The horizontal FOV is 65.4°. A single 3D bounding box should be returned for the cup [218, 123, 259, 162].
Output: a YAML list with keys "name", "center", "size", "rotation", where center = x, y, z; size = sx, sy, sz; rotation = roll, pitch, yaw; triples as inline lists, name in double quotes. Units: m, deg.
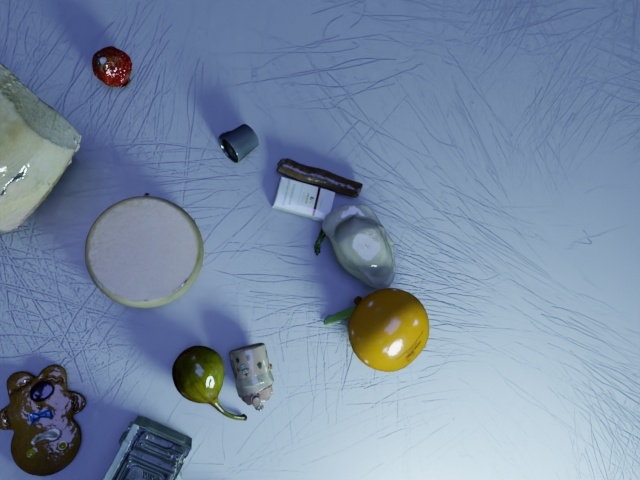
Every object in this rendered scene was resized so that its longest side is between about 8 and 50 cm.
- name: "cup"
  center: [-0.219, -0.262, 1.305]
  size: [0.100, 0.078, 0.077]
  rotation: [37, 65, 26]

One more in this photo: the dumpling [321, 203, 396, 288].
- name: "dumpling"
  center: [0.115, 0.014, 1.306]
  size: [0.162, 0.132, 0.250]
  rotation: [-37, 88, -14]

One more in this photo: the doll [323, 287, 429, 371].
- name: "doll"
  center: [0.150, 0.205, 1.264]
  size: [0.213, 0.213, 0.236]
  rotation: [-39, 50, -17]

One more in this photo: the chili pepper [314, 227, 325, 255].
- name: "chili pepper"
  center: [0.000, 0.000, 1.334]
  size: [0.022, 0.027, 0.083]
  rotation: [21, 77, -6]

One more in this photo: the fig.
- name: "fig"
  center: [-0.256, 0.354, 1.178]
  size: [0.124, 0.124, 0.236]
  rotation: [-36, 109, -17]

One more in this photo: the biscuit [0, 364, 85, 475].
- name: "biscuit"
  center: [-0.614, 0.399, 1.107]
  size: [0.180, 0.039, 0.236]
  rotation: [-12, 86, -17]

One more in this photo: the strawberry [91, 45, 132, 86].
- name: "strawberry"
  center: [-0.521, -0.438, 1.243]
  size: [0.106, 0.106, 0.106]
  rotation: [2, 80, -14]

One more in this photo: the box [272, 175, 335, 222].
- name: "box"
  center: [-0.044, -0.109, 1.335]
  size: [0.154, 0.040, 0.084]
  rotation: [16, 75, -12]

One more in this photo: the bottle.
- name: "bottle"
  center: [-0.161, 0.330, 1.202]
  size: [0.099, 0.099, 0.152]
  rotation: [-14, 85, -16]

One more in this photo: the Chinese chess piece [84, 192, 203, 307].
- name: "Chinese chess piece"
  center: [-0.413, 0.027, 1.186]
  size: [0.273, 0.102, 0.273]
  rotation: [2, 81, -13]

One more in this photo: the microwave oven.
- name: "microwave oven"
  center: [-0.392, 0.518, 1.095]
  size: [0.162, 0.122, 0.208]
  rotation: [27, 75, -7]

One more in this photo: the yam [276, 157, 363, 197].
- name: "yam"
  center: [-0.001, -0.170, 1.349]
  size: [0.241, 0.057, 0.056]
  rotation: [17, 77, -10]

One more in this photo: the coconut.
- name: "coconut"
  center: [-0.734, -0.186, 0.997]
  size: [0.405, 0.404, 0.404]
  rotation: [2, 80, -14]
